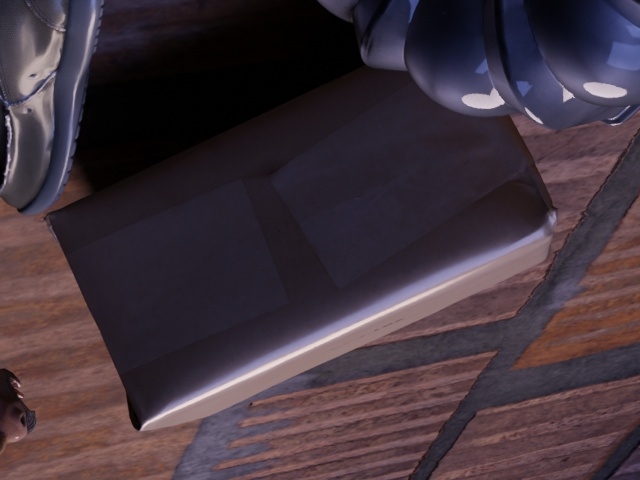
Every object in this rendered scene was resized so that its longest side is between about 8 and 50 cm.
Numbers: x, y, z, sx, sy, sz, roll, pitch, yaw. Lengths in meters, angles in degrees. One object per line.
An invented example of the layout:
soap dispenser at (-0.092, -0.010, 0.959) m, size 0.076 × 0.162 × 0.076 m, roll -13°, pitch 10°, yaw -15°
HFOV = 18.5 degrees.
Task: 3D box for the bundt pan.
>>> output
bundt pan at (0.107, -0.206, 1.025) m, size 0.331 × 0.331 × 0.124 m, roll -42°, pitch 173°, yaw 36°

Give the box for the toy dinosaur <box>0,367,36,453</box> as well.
toy dinosaur at (-0.371, 0.096, 1.404) m, size 0.295 × 0.200 × 0.127 m, roll -18°, pitch 154°, yaw -8°

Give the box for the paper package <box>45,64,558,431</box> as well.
paper package at (0.000, 0.000, 1.457) m, size 0.324 × 0.168 × 0.309 m, roll -25°, pitch 174°, yaw 4°

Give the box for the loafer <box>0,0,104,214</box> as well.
loafer at (-0.194, -0.117, 1.282) m, size 0.087 × 0.094 × 0.251 m, roll 10°, pitch 137°, yaw -9°
